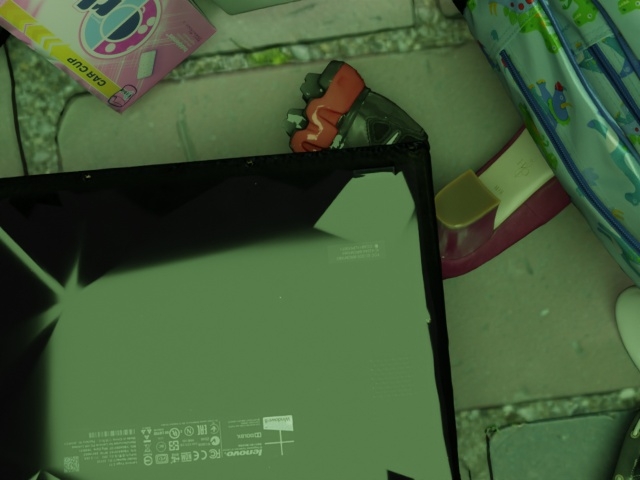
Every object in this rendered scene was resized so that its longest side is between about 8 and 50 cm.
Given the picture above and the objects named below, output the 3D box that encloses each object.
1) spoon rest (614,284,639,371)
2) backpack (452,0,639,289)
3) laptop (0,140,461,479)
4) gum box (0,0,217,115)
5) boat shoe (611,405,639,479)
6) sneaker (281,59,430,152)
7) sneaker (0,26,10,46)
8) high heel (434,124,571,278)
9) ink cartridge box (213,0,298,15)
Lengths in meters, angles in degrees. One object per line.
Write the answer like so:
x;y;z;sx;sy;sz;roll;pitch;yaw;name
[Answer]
0.328;0.109;0.845;0.084;0.276;0.137;-36;120;-22;spoon rest
0.285;-0.107;0.791;0.290;0.273;0.355;-20;92;-17;backpack
-0.091;0.155;0.905;0.382;0.236;0.407;-5;85;1;laptop
-0.169;-0.181;0.854;0.107;0.188;0.062;-40;63;6;gum box
0.261;0.253;0.960;0.079;0.084;0.233;31;106;35;boat shoe
0.000;0.000;0.910;0.135;0.097;0.276;26;95;0;sneaker
-0.296;-0.359;0.861;0.258;0.169;0.447;2;105;-8;sneaker
0.187;-0.047;0.935;0.244;0.117;0.082;-35;70;-16;high heel
-0.070;-0.273;0.762;0.275;0.239;0.060;39;67;-35;ink cartridge box
